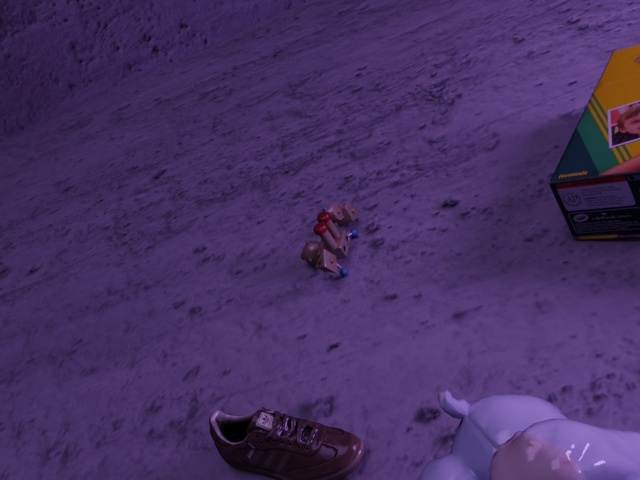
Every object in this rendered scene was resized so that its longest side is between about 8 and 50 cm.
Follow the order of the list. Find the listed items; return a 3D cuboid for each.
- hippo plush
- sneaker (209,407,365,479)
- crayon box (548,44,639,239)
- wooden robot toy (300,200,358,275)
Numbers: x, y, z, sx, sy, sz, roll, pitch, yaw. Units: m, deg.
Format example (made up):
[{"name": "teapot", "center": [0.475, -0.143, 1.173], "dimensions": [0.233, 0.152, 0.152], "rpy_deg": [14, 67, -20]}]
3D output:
[{"name": "hippo plush", "center": [0.157, 0.184, 0.554], "dimensions": [0.294, 0.234, 0.237], "rpy_deg": [-57, 26, -9]}, {"name": "sneaker", "center": [-0.046, 0.222, 0.812], "dimensions": [0.189, 0.071, 0.066], "rpy_deg": [-8, 37, 30]}, {"name": "crayon box", "center": [0.498, -0.149, 0.868], "dimensions": [0.363, 0.106, 0.313], "rpy_deg": [-5, 39, 42]}, {"name": "wooden robot toy", "center": [0.000, 0.000, 1.108], "dimensions": [0.079, 0.076, 0.173], "rpy_deg": [-24, 29, 29]}]
